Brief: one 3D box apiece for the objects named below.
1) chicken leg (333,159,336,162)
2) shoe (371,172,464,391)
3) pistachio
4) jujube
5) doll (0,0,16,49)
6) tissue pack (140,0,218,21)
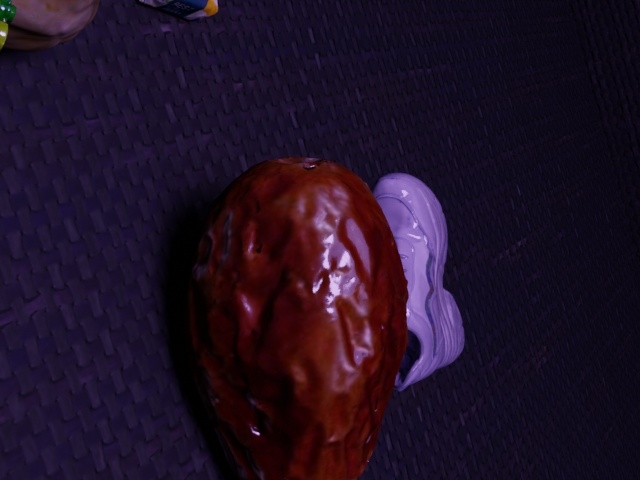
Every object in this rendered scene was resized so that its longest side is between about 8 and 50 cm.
[{"bbox_3d":[0.000,0.000,1.098,0.234,0.063,0.105,-52,127,-56],"label":"chicken leg"},{"bbox_3d":[0.092,0.049,1.199,0.137,0.095,0.245,-37,116,-61],"label":"shoe"},{"bbox_3d":[-0.232,-0.204,0.748,0.185,0.108,0.126,25,34,-45],"label":"pistachio"},{"bbox_3d":[-0.018,0.074,0.913,0.197,0.197,0.290,-20,110,-60],"label":"jujube"},{"bbox_3d":[-0.271,-0.158,0.630,0.186,0.134,0.106,39,44,-55],"label":"doll"},{"bbox_3d":[-0.135,-0.244,0.988,0.083,0.042,0.062,6,75,-58],"label":"tissue pack"}]
